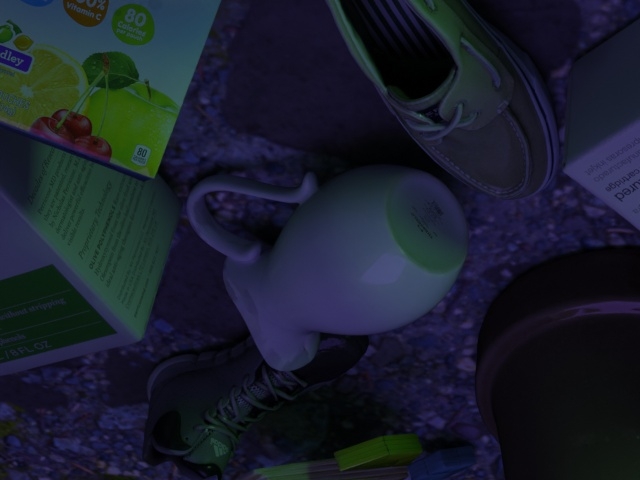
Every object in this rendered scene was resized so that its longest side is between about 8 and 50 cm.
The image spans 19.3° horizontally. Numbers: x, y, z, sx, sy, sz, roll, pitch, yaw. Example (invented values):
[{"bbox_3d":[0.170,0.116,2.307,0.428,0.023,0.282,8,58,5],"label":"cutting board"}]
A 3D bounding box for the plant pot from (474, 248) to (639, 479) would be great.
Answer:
[{"bbox_3d":[0.246,0.174,1.501,0.263,0.229,0.263,5,136,5],"label":"plant pot"}]

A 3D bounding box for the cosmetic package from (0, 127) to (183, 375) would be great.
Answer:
[{"bbox_3d":[-0.290,-0.072,1.404,0.197,0.155,0.365,-16,132,31],"label":"cosmetic package"}]

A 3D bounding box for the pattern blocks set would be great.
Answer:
[{"bbox_3d":[-0.029,0.221,1.638,0.285,0.026,0.325,-28,160,32],"label":"pattern blocks set"}]

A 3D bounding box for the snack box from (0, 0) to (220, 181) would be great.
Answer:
[{"bbox_3d":[-0.157,-0.165,1.243,0.175,0.207,0.070,20,176,-10],"label":"snack box"}]

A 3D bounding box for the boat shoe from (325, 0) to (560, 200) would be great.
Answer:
[{"bbox_3d":[0.074,-0.120,1.317,0.109,0.094,0.302,-18,130,28],"label":"boat shoe"}]

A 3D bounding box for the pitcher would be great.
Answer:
[{"bbox_3d":[0.000,0.000,1.457,0.178,0.125,0.207,48,139,-14],"label":"pitcher"}]

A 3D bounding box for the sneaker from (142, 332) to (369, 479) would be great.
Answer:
[{"bbox_3d":[-0.060,0.147,1.606,0.229,0.132,0.086,-22,127,32],"label":"sneaker"}]

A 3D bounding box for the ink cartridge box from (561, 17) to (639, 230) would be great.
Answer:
[{"bbox_3d":[0.334,-0.059,1.312,0.273,0.114,0.198,35,132,-24],"label":"ink cartridge box"}]
